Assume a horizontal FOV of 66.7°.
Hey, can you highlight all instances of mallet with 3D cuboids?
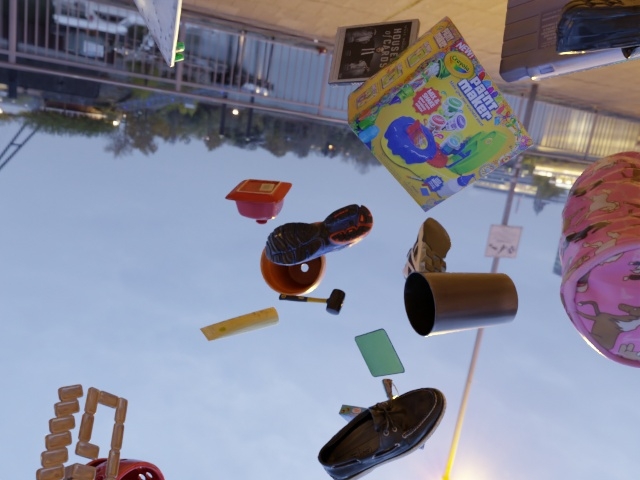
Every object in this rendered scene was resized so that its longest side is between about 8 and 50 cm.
[{"bbox_3d":[-0.028,0.159,1.237,0.190,0.062,0.039,-6,140,26],"label":"mallet"}]

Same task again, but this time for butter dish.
[{"bbox_3d":[-0.171,-0.102,1.390,0.160,0.118,0.160,5,-153,11],"label":"butter dish"}]

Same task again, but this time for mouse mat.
[{"bbox_3d":[0.188,0.367,1.576,0.007,0.152,0.190,-22,173,-34],"label":"mouse mat"}]

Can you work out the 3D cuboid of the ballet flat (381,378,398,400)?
[{"bbox_3d":[0.195,0.428,1.312,0.041,0.114,0.041,-8,152,-4],"label":"ballet flat"}]

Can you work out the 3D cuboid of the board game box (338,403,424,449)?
[{"bbox_3d":[0.181,0.549,1.434,0.212,0.039,0.160,-9,132,44],"label":"board game box"}]

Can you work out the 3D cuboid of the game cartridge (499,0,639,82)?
[{"bbox_3d":[0.518,-0.430,0.892,0.355,0.229,0.068,2,173,45],"label":"game cartridge"}]

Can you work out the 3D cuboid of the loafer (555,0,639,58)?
[{"bbox_3d":[0.455,-0.302,0.694,0.224,0.078,0.076,3,-138,10],"label":"loafer"}]

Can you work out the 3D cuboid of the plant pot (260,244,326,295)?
[{"bbox_3d":[-0.069,0.081,1.590,0.205,0.204,0.188,11,174,15],"label":"plant pot"}]

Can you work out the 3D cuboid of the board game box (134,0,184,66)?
[{"bbox_3d":[-0.449,-0.739,1.291,0.050,0.389,0.390,-26,174,-26],"label":"board game box"}]

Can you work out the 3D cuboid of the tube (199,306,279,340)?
[{"bbox_3d":[-0.250,0.265,1.531,0.240,0.062,0.070,-12,159,-27],"label":"tube"}]

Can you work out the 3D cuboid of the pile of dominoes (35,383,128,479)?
[{"bbox_3d":[-0.504,0.433,1.018,0.040,0.251,0.196,-21,139,16],"label":"pile of dominoes"}]

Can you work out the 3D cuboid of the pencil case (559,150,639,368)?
[{"bbox_3d":[0.402,0.003,0.616,0.167,0.160,0.386,-36,-178,36],"label":"pencil case"}]

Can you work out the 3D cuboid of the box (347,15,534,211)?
[{"bbox_3d":[0.257,-0.273,1.087,0.290,0.279,0.177,42,-152,-25],"label":"box"}]

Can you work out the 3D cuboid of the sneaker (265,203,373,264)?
[{"bbox_3d":[0.000,0.000,0.921,0.222,0.083,0.087,-14,164,14],"label":"sneaker"}]

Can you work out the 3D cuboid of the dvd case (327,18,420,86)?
[{"bbox_3d":[0.146,-0.517,1.347,0.239,0.179,0.030,5,170,26],"label":"dvd case"}]

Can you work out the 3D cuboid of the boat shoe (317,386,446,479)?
[{"bbox_3d":[0.135,0.443,1.144,0.113,0.340,0.127,47,-165,-34],"label":"boat shoe"}]

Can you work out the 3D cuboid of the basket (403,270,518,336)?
[{"bbox_3d":[0.345,0.147,1.185,0.227,0.154,0.204,-2,-175,-9],"label":"basket"}]

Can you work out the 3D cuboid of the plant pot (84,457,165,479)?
[{"bbox_3d":[-0.495,0.615,1.158,0.174,0.190,0.191,-4,-177,33],"label":"plant pot"}]

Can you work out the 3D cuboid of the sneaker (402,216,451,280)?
[{"bbox_3d":[0.315,0.059,1.513,0.123,0.146,0.330,37,-138,-12],"label":"sneaker"}]
